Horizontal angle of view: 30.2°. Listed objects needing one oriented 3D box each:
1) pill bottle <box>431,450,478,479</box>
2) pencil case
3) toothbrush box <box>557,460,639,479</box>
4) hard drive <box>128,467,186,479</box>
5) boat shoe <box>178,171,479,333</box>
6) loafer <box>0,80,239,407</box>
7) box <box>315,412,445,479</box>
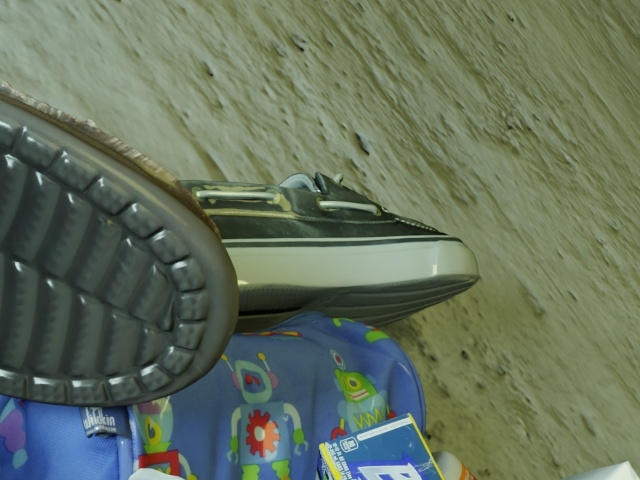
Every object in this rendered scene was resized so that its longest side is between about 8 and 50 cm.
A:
[{"bbox_3d":[0.110,0.230,0.843,0.152,0.086,0.086,47,31,-9],"label":"pill bottle"},{"bbox_3d":[-0.059,0.109,0.705,0.306,0.119,0.133,0,82,-55],"label":"pencil case"},{"bbox_3d":[0.172,0.319,0.713,0.216,0.126,0.295,-32,83,-27],"label":"toothbrush box"},{"bbox_3d":[-0.019,0.287,0.470,0.353,0.047,0.233,50,61,-30],"label":"hard drive"},{"bbox_3d":[0.000,0.000,0.896,0.335,0.121,0.119,3,60,-49],"label":"boat shoe"},{"bbox_3d":[-0.200,-0.045,0.572,0.366,0.134,0.130,25,22,3],"label":"loafer"},{"bbox_3d":[0.055,0.181,0.632,0.059,0.054,0.169,-16,55,-16],"label":"box"}]
